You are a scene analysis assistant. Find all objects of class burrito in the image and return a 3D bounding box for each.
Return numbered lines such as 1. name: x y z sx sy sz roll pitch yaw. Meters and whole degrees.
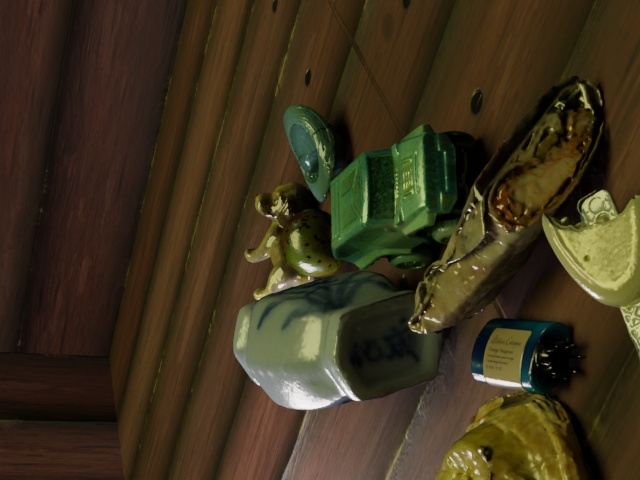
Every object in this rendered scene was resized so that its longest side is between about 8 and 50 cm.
1. burrito: 0.215 -0.021 1.322 0.175 0.107 0.348 -53 -7 -49

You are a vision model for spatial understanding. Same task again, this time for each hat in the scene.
1. hat: 0.002 -0.166 2.039 0.191 0.077 0.138 66 158 19

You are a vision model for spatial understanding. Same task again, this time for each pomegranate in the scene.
1. pomegranate: -0.005 0.001 1.960 0.130 0.130 0.130 -175 90 -70

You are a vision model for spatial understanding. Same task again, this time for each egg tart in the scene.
1. egg tart: 0.209 0.312 1.308 0.290 0.115 0.290 -173 90 -69

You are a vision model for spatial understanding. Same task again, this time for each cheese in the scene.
1. cheese: 0.316 0.048 1.143 0.127 0.049 0.235 -33 58 33

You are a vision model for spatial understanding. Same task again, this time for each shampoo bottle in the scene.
1. shampoo bottle: 0.244 0.137 1.330 0.087 0.050 0.183 -68 18 -10

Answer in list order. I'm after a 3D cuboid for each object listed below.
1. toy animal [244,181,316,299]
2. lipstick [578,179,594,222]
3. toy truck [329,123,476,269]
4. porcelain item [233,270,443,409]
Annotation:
1. toy animal: -0.070 0.009 2.140 0.168 0.121 0.233 -44 47 45
2. lipstick: 0.303 -0.013 1.240 0.030 0.030 0.129 128 142 -56
3. toy truck: 0.114 -0.054 1.585 0.279 0.156 0.155 142 129 -65
4. porcelain item: 0.015 0.149 1.696 0.405 0.242 0.179 -9 95 67
